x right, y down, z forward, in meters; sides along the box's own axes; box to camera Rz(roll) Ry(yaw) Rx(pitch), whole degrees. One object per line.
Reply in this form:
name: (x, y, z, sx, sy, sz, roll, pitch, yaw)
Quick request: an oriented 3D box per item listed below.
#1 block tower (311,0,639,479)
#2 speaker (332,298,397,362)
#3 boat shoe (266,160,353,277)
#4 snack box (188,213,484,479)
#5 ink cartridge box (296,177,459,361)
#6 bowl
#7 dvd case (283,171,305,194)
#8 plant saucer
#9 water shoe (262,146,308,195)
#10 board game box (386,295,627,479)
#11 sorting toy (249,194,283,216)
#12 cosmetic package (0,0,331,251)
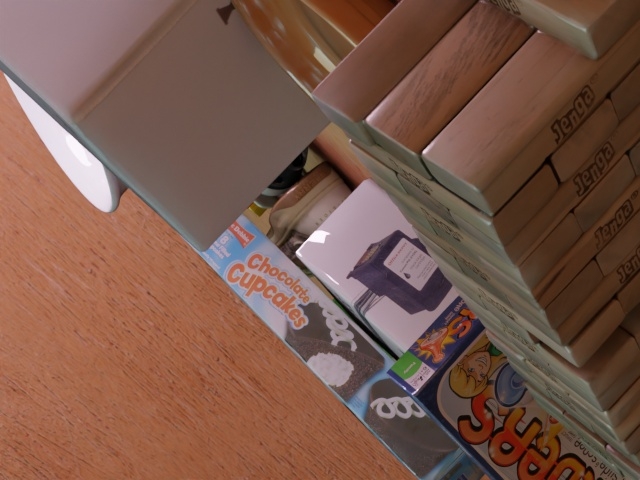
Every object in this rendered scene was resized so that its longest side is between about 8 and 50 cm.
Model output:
block tower: (0.114, 0.009, 0.507, 0.091, 0.097, 0.335, 38, 171, 40)
speaker: (0.109, 0.163, 1.583, 0.131, 0.131, 0.296, 40, 174, 35)
boat shoe: (0.000, 0.000, 1.232, 0.089, 0.104, 0.285, 46, 174, 7)
snack box: (0.018, 0.105, 1.078, 0.322, 0.060, 0.187, 44, 176, 21)
ink cartridge box: (0.110, 0.074, 0.992, 0.237, 0.100, 0.172, 40, 174, 43)
bowl: (-0.251, -0.190, 1.271, 0.298, 0.134, 0.298, 48, 159, 26)
dvd case: (-0.094, -0.130, 1.341, 0.179, 0.029, 0.239, 40, 173, 43)
plant saucer: (0.024, -0.097, 0.656, 0.200, 0.037, 0.200, 43, 176, 4)
water shoe: (-0.087, -0.137, 1.133, 0.203, 0.073, 0.080, 45, 147, 1)
board game box: (0.148, 0.094, 0.683, 0.201, 0.136, 0.035, 46, 174, -29)
sorting toy: (-0.112, -0.085, 1.533, 0.347, 0.047, 0.196, 43, -175, 11)
cosmetic package: (-0.216, -0.216, 0.872, 0.453, 0.161, 0.230, 41, 174, 26)
